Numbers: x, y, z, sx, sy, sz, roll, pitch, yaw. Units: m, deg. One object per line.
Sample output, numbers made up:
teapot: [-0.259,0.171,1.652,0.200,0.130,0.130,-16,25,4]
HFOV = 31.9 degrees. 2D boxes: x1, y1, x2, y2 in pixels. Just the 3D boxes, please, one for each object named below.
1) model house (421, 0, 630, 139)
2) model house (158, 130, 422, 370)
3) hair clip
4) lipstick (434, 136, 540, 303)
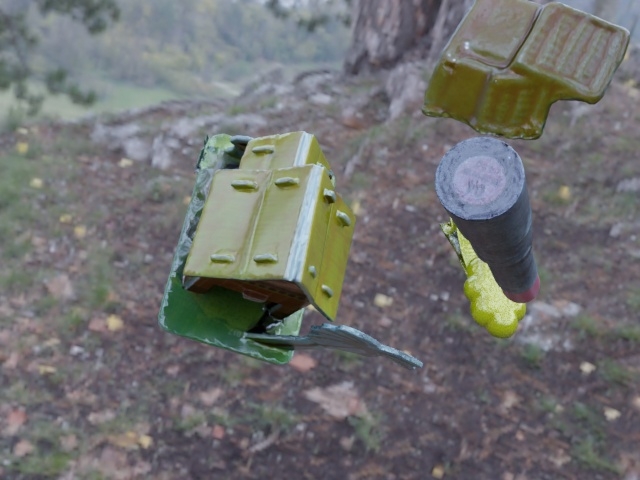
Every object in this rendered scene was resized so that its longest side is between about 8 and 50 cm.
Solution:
model house: [0.313,-0.248,1.652,0.239,0.268,0.173,24,-12,30]
model house: [0.000,0.000,1.469,0.340,0.300,0.323,18,-17,-13]
hair clip: [0.196,0.037,1.334,0.072,0.046,0.173,-4,57,-17]
lipstick: [0.128,0.001,0.764,0.053,0.053,0.234,27,-9,25]
